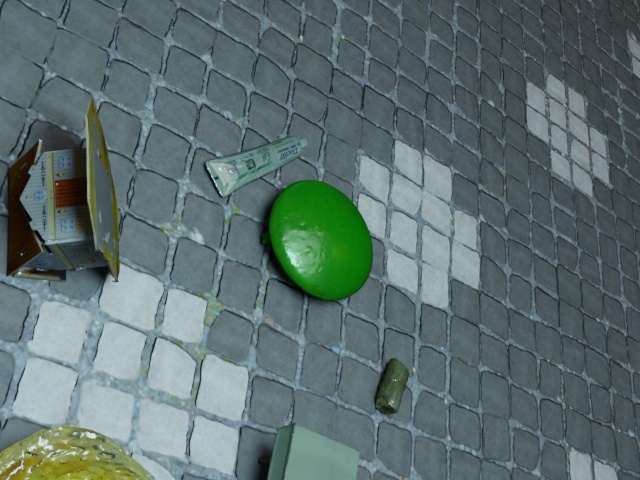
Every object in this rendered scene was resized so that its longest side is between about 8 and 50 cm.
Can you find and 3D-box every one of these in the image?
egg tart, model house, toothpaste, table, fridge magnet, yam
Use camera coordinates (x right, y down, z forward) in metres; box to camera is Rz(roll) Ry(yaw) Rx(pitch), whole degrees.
[{"bbox_3d":[-0.290,0.330,0.959,0.252,0.098,0.231,17,65,-31],"label":"egg tart"},{"bbox_3d":[-0.342,-0.061,1.082,0.136,0.207,0.219,-8,71,-5],"label":"model house"},{"bbox_3d":[-0.098,-0.133,1.400,0.218,0.041,0.064,-28,95,-42],"label":"toothpaste"},{"bbox_3d":[-0.041,0.387,1.134,0.122,0.111,0.240,31,52,-26],"label":"table"},{"bbox_3d":[0.000,0.000,1.381,0.208,0.088,0.207,19,58,-33],"label":"fridge magnet"},{"bbox_3d":[0.120,0.242,1.400,0.043,0.043,0.094,42,48,-18],"label":"yam"}]
